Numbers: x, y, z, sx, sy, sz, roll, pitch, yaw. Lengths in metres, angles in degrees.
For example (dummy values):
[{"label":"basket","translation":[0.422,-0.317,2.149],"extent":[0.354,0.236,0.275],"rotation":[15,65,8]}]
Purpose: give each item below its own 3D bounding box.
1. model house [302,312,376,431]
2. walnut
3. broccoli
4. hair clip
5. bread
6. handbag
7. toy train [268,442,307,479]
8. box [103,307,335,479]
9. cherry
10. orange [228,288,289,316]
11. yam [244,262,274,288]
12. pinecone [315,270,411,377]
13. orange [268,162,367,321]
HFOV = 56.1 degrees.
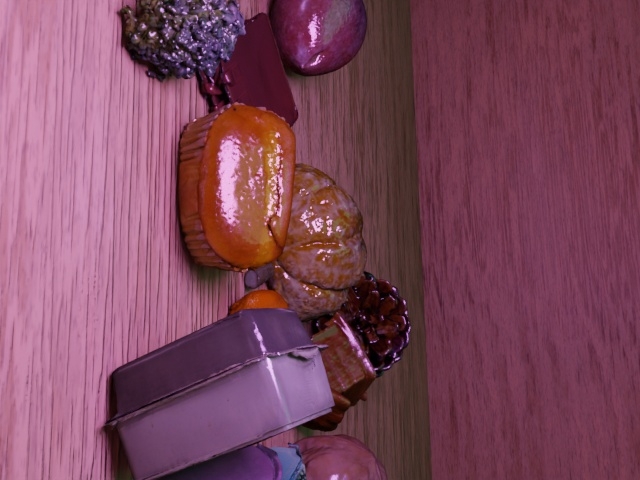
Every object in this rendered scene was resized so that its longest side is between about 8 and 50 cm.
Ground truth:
[{"label":"model house","translation":[-0.008,0.321,1.382],"extent":[0.229,0.199,0.220],"rotation":[-20,66,-39]},{"label":"walnut","translation":[0.012,0.521,1.225],"extent":[0.227,0.273,0.273],"rotation":[50,-10,44]},{"label":"broccoli","translation":[-0.219,-0.395,0.975],"extent":[0.198,0.177,0.275],"rotation":[25,49,-61]},{"label":"hair clip","translation":[-0.191,0.388,0.907],"extent":[0.358,0.110,0.096],"rotation":[-22,101,-56]},{"label":"bread","translation":[-0.134,-0.087,1.036],"extent":[0.204,0.156,0.289],"rotation":[10,81,-40]},{"label":"handbag","translation":[-0.145,-0.310,1.230],"extent":[0.276,0.084,0.260],"rotation":[-67,147,-51]},{"label":"toy train","translation":[-0.110,0.446,1.044],"extent":[0.203,0.162,0.112],"rotation":[-46,130,-64]},{"label":"box","translation":[-0.136,0.213,0.849],"extent":[0.166,0.290,0.220],"rotation":[68,16,14]},{"label":"cherry","translation":[-0.009,-0.529,1.466],"extent":[0.261,0.221,0.308],"rotation":[49,53,-46]},{"label":"orange","translation":[-0.117,0.160,1.160],"extent":[0.135,0.117,0.136],"rotation":[11,90,-70]},{"label":"yam","translation":[-0.127,0.070,1.253],"extent":[0.094,0.043,0.043],"rotation":[-32,115,-66]},{"label":"pinecone","translation":[0.117,0.219,1.600],"extent":[0.296,0.241,0.299],"rotation":[31,42,-76]},{"label":"orange","translation":[0.000,0.000,1.389],"extent":[0.271,0.210,0.369],"rotation":[-10,93,-68]}]
